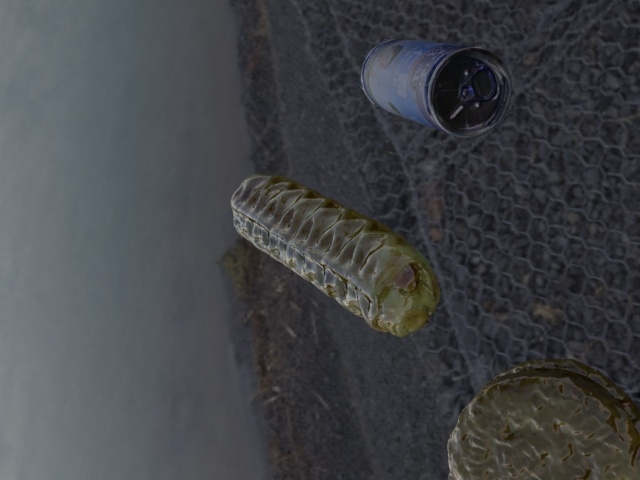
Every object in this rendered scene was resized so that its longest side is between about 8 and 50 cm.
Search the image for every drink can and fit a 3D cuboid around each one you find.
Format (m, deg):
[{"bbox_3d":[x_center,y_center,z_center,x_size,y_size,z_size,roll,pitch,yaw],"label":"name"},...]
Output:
[{"bbox_3d":[0.123,-0.180,0.933,0.097,0.097,0.235,-69,20,10],"label":"drink can"}]

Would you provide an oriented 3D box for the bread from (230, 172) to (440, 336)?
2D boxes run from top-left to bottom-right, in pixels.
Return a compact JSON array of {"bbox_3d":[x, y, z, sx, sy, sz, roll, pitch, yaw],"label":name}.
[{"bbox_3d":[-0.001,0.001,0.822,0.368,0.077,0.084,31,139,58],"label":"bread"}]

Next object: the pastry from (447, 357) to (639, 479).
[{"bbox_3d":[0.219,0.204,0.775,0.189,0.103,0.188,4,100,25],"label":"pastry"}]
